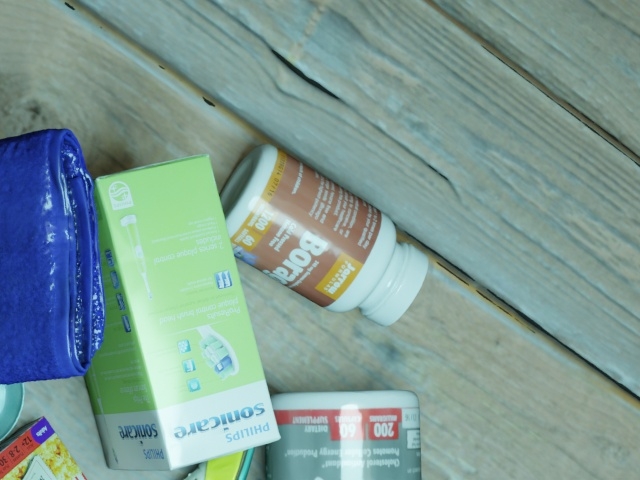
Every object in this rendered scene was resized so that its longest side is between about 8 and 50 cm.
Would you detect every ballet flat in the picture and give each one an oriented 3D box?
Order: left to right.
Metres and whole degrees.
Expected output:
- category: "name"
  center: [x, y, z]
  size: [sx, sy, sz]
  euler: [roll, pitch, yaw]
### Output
- category: "ballet flat"
  center: [-0.124, 0.291, 1.757]
  size: [0.077, 0.077, 0.231]
  euler: [13, 82, -1]

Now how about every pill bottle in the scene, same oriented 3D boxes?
- category: "pill bottle"
  center: [0.000, 0.000, 1.804]
  size: [0.216, 0.121, 0.121]
  euler: [31, 75, -14]
- category: "pill bottle"
  center: [0.025, 0.296, 1.760]
  size: [0.161, 0.161, 0.283]
  euler: [0, 84, -20]

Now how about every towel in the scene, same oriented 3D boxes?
- category: "towel"
  center: [-0.344, 0.027, 1.613]
  size: [0.076, 0.308, 0.227]
  euler: [13, 71, -64]

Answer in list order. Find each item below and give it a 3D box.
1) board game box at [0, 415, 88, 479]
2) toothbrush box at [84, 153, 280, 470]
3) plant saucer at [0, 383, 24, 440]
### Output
- category: "board game box"
  center: [-0.268, 0.289, 1.675]
  size: [0.193, 0.045, 0.147]
  euler: [57, 33, -7]
- category: "toothbrush box"
  center: [-0.162, 0.076, 1.689]
  size: [0.122, 0.206, 0.283]
  euler: [-13, 88, -25]
- category: "plant saucer"
  center: [-0.355, 0.152, 1.709]
  size: [0.119, 0.021, 0.119]
  euler: [2, 84, -20]
